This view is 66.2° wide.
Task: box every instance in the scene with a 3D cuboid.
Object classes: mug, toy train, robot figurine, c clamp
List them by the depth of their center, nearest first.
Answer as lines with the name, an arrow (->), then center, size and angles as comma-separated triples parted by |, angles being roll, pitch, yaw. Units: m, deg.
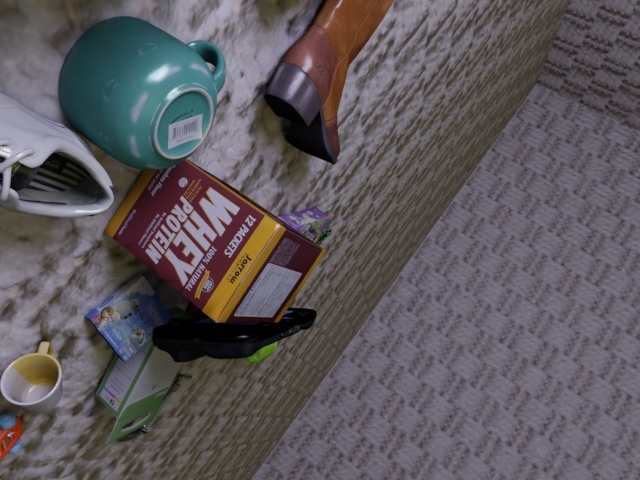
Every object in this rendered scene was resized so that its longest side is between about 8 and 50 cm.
mug -> -0.157, -0.145, 0.478 | 0.158, 0.097, 0.129 | -55, 161, -1
toy train -> -0.400, 0.211, 0.563 | 0.125, 0.046, 0.166 | -76, 175, -57
mug -> -0.337, 0.172, 0.596 | 0.078, 0.062, 0.064 | -55, 170, -39
c clamp -> -0.325, 0.328, 0.964 | 0.161, 0.022, 0.137 | -52, 161, -14
robot figurine -> -0.150, 0.258, 1.209 | 0.115, 0.067, 0.101 | -20, 131, -61
toy train -> 0.000, 0.000, 1.229 | 0.083, 0.017, 0.024 | -43, 167, -35

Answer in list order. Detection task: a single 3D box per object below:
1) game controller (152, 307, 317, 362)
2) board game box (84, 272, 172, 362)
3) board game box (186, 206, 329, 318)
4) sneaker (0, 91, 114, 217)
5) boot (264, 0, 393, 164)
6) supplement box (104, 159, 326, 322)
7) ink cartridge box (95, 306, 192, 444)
game controller -> -0.119, 0.135, 0.789 | 0.319, 0.166, 0.067 | 3, 78, -74
board game box -> -0.266, 0.109, 0.692 | 0.090, 0.020, 0.090 | -46, 131, -31
board game box -> -0.115, 0.050, 0.987 | 0.208, 0.056, 0.346 | -60, 162, 23
sneaker -> -0.255, -0.074, 0.363 | 0.094, 0.091, 0.258 | -59, 161, 8
boot -> 0.031, -0.283, 0.783 | 0.281, 0.096, 0.264 | -61, 154, -7
supplement box -> -0.126, 0.002, 0.649 | 0.129, 0.191, 0.194 | -56, 162, 1
ink cartridge box -> -0.290, 0.217, 0.804 | 0.209, 0.062, 0.109 | -61, 162, 14
